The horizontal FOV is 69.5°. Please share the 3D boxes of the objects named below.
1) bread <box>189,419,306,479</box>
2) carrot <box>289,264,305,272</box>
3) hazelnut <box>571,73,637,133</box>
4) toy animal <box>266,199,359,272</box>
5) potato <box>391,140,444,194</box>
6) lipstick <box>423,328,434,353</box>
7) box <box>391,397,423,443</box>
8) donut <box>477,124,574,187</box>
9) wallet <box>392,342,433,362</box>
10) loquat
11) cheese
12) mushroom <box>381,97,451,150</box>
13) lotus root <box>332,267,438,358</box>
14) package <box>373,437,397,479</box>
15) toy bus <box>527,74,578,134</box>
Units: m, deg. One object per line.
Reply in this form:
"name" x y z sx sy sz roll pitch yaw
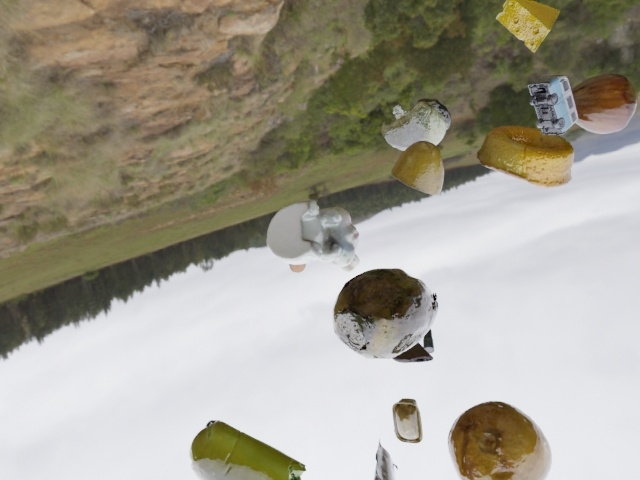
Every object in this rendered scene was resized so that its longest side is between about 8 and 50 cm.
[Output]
"bread" -0.265 0.760 1.562 0.208 0.376 0.251 -60 -177 -31
"carrot" -0.094 0.044 1.727 0.067 0.067 0.225 -11 -155 -3
"hazelnut" 0.932 -0.462 1.533 0.210 0.210 0.186 -15 166 -41
"toy animal" 0.005 -0.002 1.493 0.367 0.196 0.241 6 167 -42
"potato" 0.363 -0.272 1.639 0.178 0.158 0.203 9 -149 -21
"lipstick" 0.531 0.451 2.300 0.053 0.053 0.234 -10 -141 15
"box" 0.332 0.686 1.758 0.111 0.177 0.111 -9 -168 2
"donut" 0.667 -0.283 1.486 0.302 0.110 0.303 5 -146 -3
"wallet" 0.231 0.304 1.450 0.137 0.031 0.255 7 -163 -24
"loquat" 0.506 0.604 1.301 0.275 0.284 0.276 -21 -148 14
"cheese" 0.669 -0.724 1.513 0.126 0.171 0.093 -53 173 -28
"mushroom" 0.374 -0.456 1.880 0.247 0.130 0.344 28 165 -29
"lotus root" 0.151 0.154 1.049 0.195 0.179 0.397 12 -170 29
"package" 0.191 0.715 1.282 0.062 0.251 0.204 -11 179 9
"toy bus" 0.507 -0.299 1.000 0.075 0.123 0.060 -36 -156 -12
